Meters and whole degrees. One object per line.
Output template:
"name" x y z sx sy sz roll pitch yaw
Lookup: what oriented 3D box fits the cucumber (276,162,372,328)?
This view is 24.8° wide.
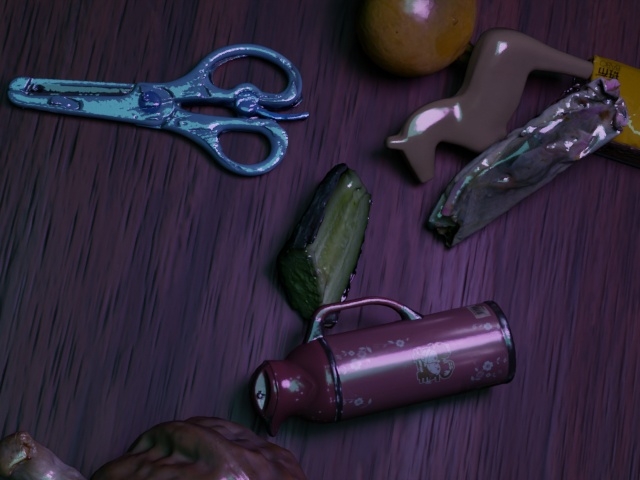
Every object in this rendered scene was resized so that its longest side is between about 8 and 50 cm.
"cucumber" 0.000 0.000 1.862 0.115 0.085 0.193 45 64 -45

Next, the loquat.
"loquat" 0.130 -0.296 1.924 0.204 0.149 0.172 34 66 -26

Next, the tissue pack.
"tissue pack" 0.428 -0.171 1.985 0.169 0.082 0.120 17 74 -6

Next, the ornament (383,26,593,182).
"ornament" 0.216 -0.171 1.930 0.244 0.061 0.230 15 101 -25

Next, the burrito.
"burrito" 0.266 -0.106 1.902 0.309 0.066 0.096 -37 120 4

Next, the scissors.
"scissors" -0.208 -0.182 1.888 0.392 0.032 0.180 5 75 -10

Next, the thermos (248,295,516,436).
"thermos" 0.070 0.148 1.813 0.330 0.109 0.136 -11 121 -13

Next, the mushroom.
"mushroom" -0.302 0.300 1.745 0.202 0.054 0.059 36 79 -7

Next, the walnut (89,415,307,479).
"walnut" -0.139 0.320 1.662 0.273 0.273 0.227 -43 125 -17
